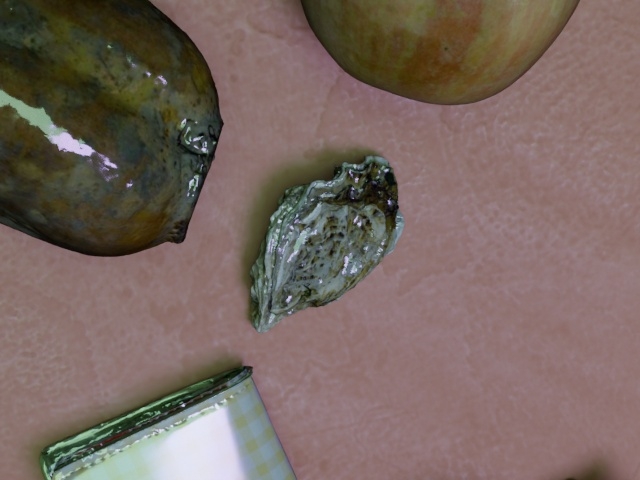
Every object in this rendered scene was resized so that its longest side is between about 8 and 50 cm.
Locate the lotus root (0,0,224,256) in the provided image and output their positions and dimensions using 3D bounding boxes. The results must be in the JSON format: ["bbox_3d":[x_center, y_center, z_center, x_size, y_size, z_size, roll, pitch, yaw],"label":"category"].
[{"bbox_3d":[-0.245,-0.117,1.469,0.346,0.250,0.250,25,91,-11],"label":"lotus root"}]

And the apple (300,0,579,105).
[{"bbox_3d":[0.100,-0.245,1.515,0.257,0.257,0.234,9,127,-10],"label":"apple"}]

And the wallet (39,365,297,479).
[{"bbox_3d":[-0.099,0.291,1.615,0.223,0.077,0.309,-24,99,-10],"label":"wallet"}]

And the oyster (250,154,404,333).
[{"bbox_3d":[0.000,0.000,1.609,0.177,0.064,0.125,-31,114,-15],"label":"oyster"}]
